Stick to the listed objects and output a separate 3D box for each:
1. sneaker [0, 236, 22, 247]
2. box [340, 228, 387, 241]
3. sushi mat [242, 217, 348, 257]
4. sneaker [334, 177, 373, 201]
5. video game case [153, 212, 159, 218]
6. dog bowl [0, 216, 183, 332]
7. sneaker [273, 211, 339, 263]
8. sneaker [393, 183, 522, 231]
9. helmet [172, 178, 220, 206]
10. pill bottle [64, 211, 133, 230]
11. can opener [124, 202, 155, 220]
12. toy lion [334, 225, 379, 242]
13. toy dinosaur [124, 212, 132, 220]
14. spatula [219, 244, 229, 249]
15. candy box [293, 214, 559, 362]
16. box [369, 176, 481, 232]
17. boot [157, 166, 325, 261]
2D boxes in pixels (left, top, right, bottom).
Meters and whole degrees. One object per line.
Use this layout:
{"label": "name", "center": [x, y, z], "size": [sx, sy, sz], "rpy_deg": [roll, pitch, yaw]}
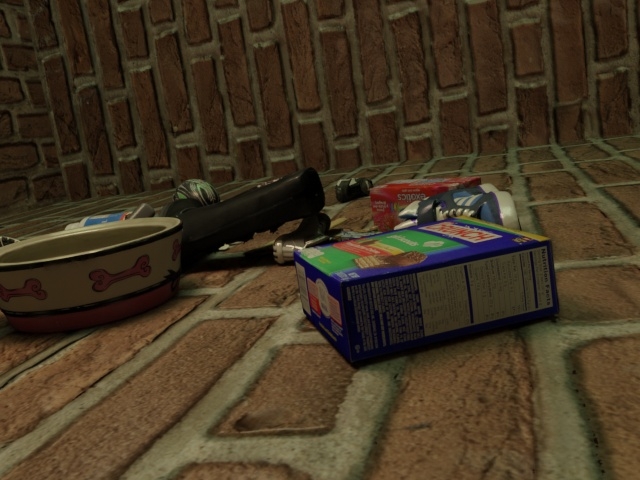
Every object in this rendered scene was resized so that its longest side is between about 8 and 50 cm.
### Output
{"label": "sneaker", "center": [-0.956, 0.037, 1.941], "size": [0.282, 0.110, 0.122], "rpy_deg": [-4, 9, 21]}
{"label": "box", "center": [0.114, -0.001, 1.477], "size": [0.137, 0.027, 0.094], "rpy_deg": [4, 13, 3]}
{"label": "sushi mat", "center": [-0.059, -0.011, 1.705], "size": [0.151, 0.019, 0.316], "rpy_deg": [-12, 8, 31]}
{"label": "sneaker", "center": [0.130, -0.194, 2.367], "size": [0.106, 0.078, 0.234], "rpy_deg": [-6, 9, 25]}
{"label": "video game case", "center": [-0.632, -0.077, 2.482], "size": [0.285, 0.025, 0.204], "rpy_deg": [1, 14, 38]}
{"label": "dog bowl", "center": [-0.477, 0.065, 1.336], "size": [0.407, 0.151, 0.408], "rpy_deg": [-8, 12, 2]}
{"label": "sneaker", "center": [0.000, 0.000, 1.518], "size": [0.132, 0.086, 0.228], "rpy_deg": [4, 26, 31]}
{"label": "sneaker", "center": [0.274, -0.024, 1.338], "size": [0.236, 0.130, 0.323], "rpy_deg": [-17, 15, 7]}
{"label": "helmet", "center": [-0.438, -0.138, 2.284], "size": [0.169, 0.162, 0.169], "rpy_deg": [-8, 11, 2]}
{"label": "pill bottle", "center": [-0.645, -0.015, 1.925], "size": [0.221, 0.124, 0.124], "rpy_deg": [-6, 11, 16]}
{"label": "can opener", "center": [-0.532, 0.003, 1.584], "size": [0.283, 0.095, 0.076], "rpy_deg": [-54, 17, -27]}
{"label": "toy lion", "center": [0.085, -0.007, 1.597], "size": [0.100, 0.034, 0.096], "rpy_deg": [-18, 7, -41]}
{"label": "toy dinosaur", "center": [-0.532, 0.019, 1.798], "size": [0.112, 0.064, 0.212], "rpy_deg": [8, 49, -7]}
{"label": "spatula", "center": [-0.333, 0.010, 1.856], "size": [0.242, 0.019, 0.168], "rpy_deg": [-4, 17, 25]}
{"label": "candy box", "center": [0.147, 0.058, 0.980], "size": [0.317, 0.122, 0.268], "rpy_deg": [-10, 11, -14]}
{"label": "box", "center": [0.265, -0.088, 1.616], "size": [0.256, 0.123, 0.128], "rpy_deg": [2, 15, 41]}
{"label": "boot", "center": [-0.202, -0.083, 1.624], "size": [0.445, 0.146, 0.367], "rpy_deg": [-24, 20, 15]}
